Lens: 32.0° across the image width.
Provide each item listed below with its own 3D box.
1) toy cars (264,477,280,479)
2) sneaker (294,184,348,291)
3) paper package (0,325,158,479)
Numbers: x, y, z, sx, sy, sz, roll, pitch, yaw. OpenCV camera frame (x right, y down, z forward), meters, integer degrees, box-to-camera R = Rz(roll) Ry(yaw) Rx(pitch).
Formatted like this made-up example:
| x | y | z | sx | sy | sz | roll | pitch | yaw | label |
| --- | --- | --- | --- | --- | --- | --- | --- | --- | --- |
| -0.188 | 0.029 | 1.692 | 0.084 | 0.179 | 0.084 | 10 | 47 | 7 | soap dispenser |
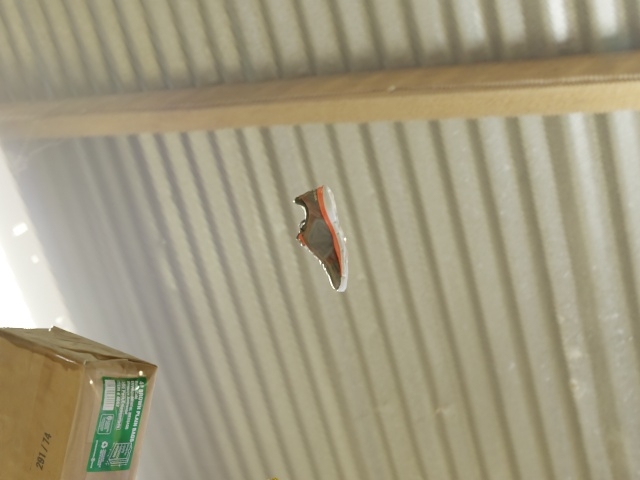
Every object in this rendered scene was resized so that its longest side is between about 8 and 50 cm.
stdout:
| x | y | z | sx | sy | sz | roll | pitch | yaw | label |
| --- | --- | --- | --- | --- | --- | --- | --- | --- | --- |
| -0.095 | 0.565 | 1.728 | 0.087 | 0.176 | 0.394 | -6 | -92 | 61 | toy cars |
| 0.000 | 0.000 | 1.589 | 0.064 | 0.061 | 0.158 | -12 | -77 | 7 | sneaker |
| -0.451 | 0.325 | 1.854 | 0.309 | 0.168 | 0.325 | 14 | -87 | 37 | paper package |
